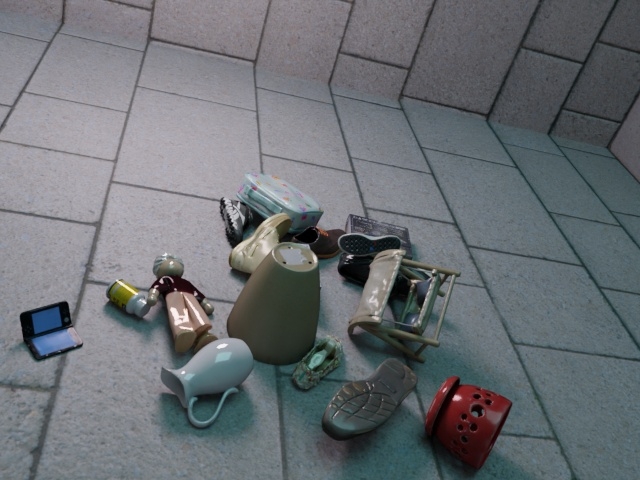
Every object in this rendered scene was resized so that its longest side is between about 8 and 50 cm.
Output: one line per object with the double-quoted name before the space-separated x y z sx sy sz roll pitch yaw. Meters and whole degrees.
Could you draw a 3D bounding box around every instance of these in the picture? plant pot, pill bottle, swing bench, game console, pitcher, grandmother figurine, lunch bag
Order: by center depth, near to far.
"pitcher" -0.257 0.341 1.672 0.207 0.125 0.178 -23 71 -33
"game console" -0.656 0.217 1.681 0.122 0.107 0.071 -16 18 -42
"plant pot" 0.369 0.456 1.748 0.174 0.191 0.191 24 32 23
"pill bottle" -0.512 0.156 1.843 0.116 0.065 0.065 30 35 18
"plant pot" -0.104 0.150 1.868 0.256 0.274 0.257 13 34 -9
"grandmother figurine" -0.378 0.158 1.874 0.207 0.104 0.342 30 20 -46
"swing bench" 0.241 0.180 2.018 0.254 0.165 0.253 22 60 2
"lunch bag" -0.148 -0.130 2.369 0.279 0.108 0.224 34 21 23

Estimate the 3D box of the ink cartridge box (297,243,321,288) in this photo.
"ink cartridge box" -0.049 0.110 2.116 0.046 0.097 0.207 6 36 -18

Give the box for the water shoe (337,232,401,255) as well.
"water shoe" 0.157 0.017 2.213 0.203 0.073 0.080 3 -3 2

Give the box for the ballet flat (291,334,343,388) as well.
"ballet flat" 0.008 0.316 1.862 0.091 0.077 0.241 34 35 9

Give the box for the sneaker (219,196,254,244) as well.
"sneaker" -0.267 -0.067 2.283 0.106 0.078 0.234 2 34 -20

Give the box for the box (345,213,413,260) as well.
"box" 0.205 0.000 2.443 0.230 0.056 0.183 13 35 -9

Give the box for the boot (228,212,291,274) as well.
"boot" -0.128 0.032 2.127 0.203 0.095 0.262 26 49 30

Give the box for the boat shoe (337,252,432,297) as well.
"boat shoe" 0.209 0.123 2.202 0.339 0.127 0.113 25 34 12

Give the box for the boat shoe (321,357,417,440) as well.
"boat shoe" 0.121 0.421 1.722 0.132 0.130 0.355 40 33 24

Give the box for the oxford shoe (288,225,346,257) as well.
"oxford shoe" 0.000 0.000 2.296 0.097 0.098 0.271 38 39 27
